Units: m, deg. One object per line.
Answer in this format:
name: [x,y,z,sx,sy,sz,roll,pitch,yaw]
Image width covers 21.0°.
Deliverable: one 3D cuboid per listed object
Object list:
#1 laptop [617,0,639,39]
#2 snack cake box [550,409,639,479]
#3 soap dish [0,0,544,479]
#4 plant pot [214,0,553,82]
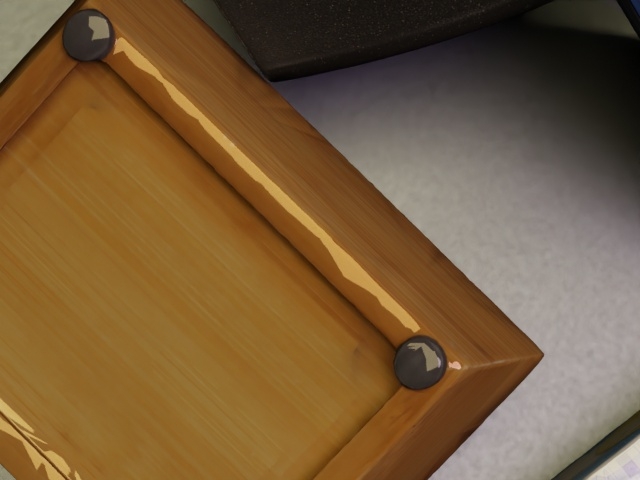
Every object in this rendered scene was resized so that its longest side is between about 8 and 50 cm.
laptop: [0.195,-0.180,0.836,0.136,0.234,0.264,26,76,41]
snack cake box: [0.177,0.172,0.859,0.264,0.089,0.152,-36,85,-8]
soap dish: [-0.075,0.037,0.830,0.291,0.118,0.229,44,97,5]
plant pot: [0.011,-0.186,0.853,0.167,0.187,0.188,-29,110,10]
